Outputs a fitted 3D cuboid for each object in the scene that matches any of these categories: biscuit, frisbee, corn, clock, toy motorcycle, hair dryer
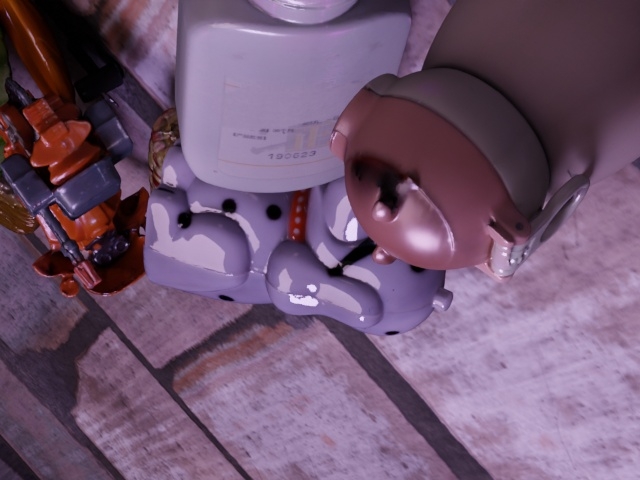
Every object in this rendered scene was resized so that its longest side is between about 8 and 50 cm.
[{"bbox_3d":[-0.468,-0.081,2.088,0.228,0.031,0.176,17,144,50],"label":"biscuit"},{"bbox_3d":[-0.299,-0.212,1.572,0.192,0.035,0.192,54,167,18],"label":"frisbee"},{"bbox_3d":[-0.131,-0.048,1.504,0.086,0.086,0.253,41,157,14],"label":"corn"},{"bbox_3d":[-0.002,-0.003,1.279,0.254,0.189,0.189,19,146,25],"label":"clock"},{"bbox_3d":[-0.255,-0.051,1.531,0.221,0.147,0.325,53,168,1],"label":"toy motorcycle"},{"bbox_3d":[-0.243,-0.181,1.546,0.083,0.047,0.026,51,161,30],"label":"hair dryer"}]

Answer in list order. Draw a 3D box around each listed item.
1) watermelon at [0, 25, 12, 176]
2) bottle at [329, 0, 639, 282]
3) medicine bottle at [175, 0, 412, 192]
[{"bbox_3d":[-0.503,-0.186,1.673,0.330,0.189,0.331,18,125,28],"label":"watermelon"},{"bbox_3d":[0.109,-0.075,0.863,0.147,0.236,0.147,38,155,21],"label":"bottle"},{"bbox_3d":[-0.022,-0.148,1.074,0.296,0.161,0.111,102,160,-64],"label":"medicine bottle"}]
